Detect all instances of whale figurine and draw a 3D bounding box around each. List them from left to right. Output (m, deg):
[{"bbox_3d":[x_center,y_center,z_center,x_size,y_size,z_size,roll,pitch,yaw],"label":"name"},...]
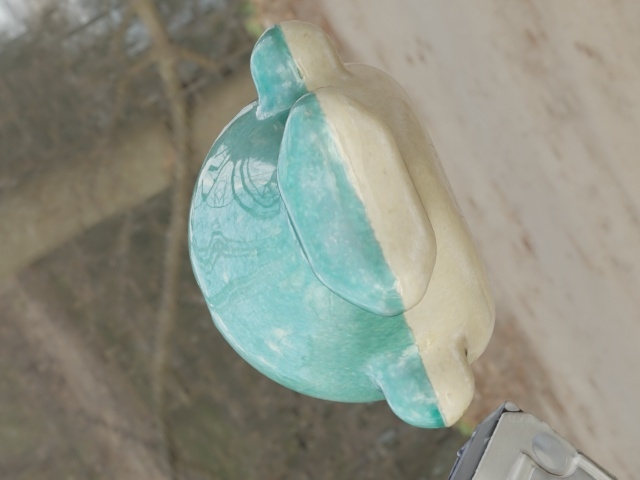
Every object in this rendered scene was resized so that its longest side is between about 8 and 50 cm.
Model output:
[{"bbox_3d":[0.000,0.000,0.910,0.272,0.141,0.216,26,-139,-86],"label":"whale figurine"}]

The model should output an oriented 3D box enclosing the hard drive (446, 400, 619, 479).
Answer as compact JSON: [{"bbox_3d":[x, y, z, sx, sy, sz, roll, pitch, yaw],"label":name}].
[{"bbox_3d":[0.207,0.287,1.215,0.339,0.237,0.064,38,132,-4],"label":"hard drive"}]
